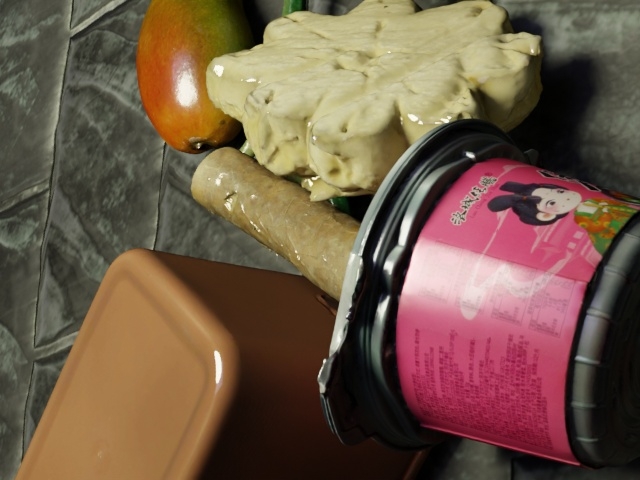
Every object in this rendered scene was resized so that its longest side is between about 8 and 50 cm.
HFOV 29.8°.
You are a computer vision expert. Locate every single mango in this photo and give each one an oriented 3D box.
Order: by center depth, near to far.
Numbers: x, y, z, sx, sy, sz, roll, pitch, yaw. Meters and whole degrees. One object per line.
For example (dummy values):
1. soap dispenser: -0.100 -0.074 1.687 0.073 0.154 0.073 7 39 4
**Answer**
1. mango: -0.144 -0.227 1.401 0.146 0.129 0.289 -41 38 30

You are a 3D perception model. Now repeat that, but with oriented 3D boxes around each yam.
1. yam: 0.000 0.000 1.077 0.356 0.081 0.081 32 97 42

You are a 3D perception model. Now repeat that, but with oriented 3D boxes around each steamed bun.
1. steamed bun: 0.051 -0.118 1.076 0.295 0.137 0.292 -8 35 7

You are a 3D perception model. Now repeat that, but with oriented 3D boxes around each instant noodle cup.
1. instant noodle cup: 0.158 0.054 0.859 0.181 0.258 0.302 15 55 36

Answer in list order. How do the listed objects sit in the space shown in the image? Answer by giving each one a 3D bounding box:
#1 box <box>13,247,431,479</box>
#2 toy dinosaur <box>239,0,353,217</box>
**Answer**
1. box: -0.097 0.198 1.041 0.239 0.229 0.339 39 109 47
2. toy dinosaur: 0.008 -0.154 1.224 0.301 0.087 0.447 -58 45 13
